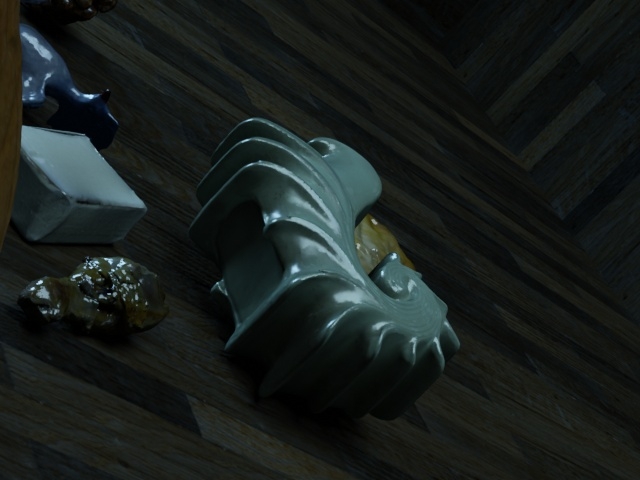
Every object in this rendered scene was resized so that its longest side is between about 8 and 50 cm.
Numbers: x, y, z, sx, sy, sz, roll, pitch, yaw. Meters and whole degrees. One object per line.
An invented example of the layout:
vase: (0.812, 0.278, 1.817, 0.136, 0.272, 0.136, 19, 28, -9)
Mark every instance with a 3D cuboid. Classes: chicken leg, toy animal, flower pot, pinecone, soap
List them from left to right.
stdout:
toy animal: (-0.345, -0.194, 1.961, 0.255, 0.176, 0.239, 9, 14, 2)
soap: (-0.268, -0.057, 1.817, 0.121, 0.064, 0.183, 48, 16, 16)
pinecone: (-0.330, -0.358, 2.289, 0.173, 0.173, 0.173, 40, 16, -14)
chicken leg: (-0.221, 0.054, 1.669, 0.198, 0.069, 0.085, -4, 73, -61)
flower pot: (-0.009, 0.025, 1.986, 0.254, 0.164, 0.367, 13, 42, -40)

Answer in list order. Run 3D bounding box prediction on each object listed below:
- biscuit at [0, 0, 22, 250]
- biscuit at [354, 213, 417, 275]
biscuit: (-0.302, -0.122, 1.304, 0.078, 0.455, 0.350, 6, 38, 10)
biscuit: (0.000, 0.000, 2.278, 0.296, 0.102, 0.296, 38, 16, -13)
